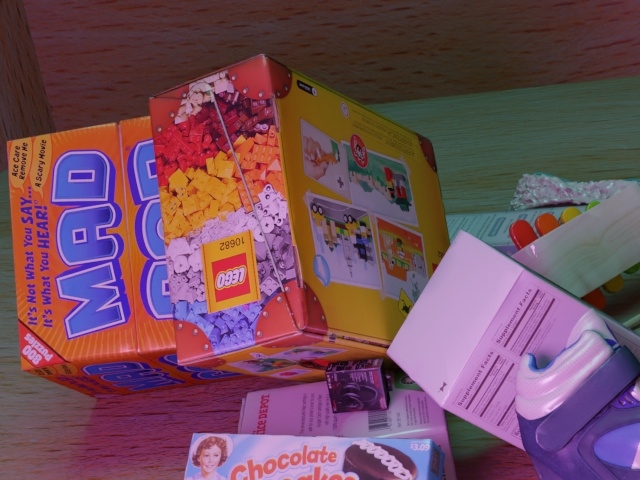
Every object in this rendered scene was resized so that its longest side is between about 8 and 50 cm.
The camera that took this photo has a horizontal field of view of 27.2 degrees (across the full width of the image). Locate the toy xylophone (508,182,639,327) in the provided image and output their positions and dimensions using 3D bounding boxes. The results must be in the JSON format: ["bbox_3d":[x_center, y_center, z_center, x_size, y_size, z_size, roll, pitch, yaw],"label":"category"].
[{"bbox_3d":[0.462,0.037,2.159,0.322,0.236,0.081,-18,-12,-26],"label":"toy xylophone"}]

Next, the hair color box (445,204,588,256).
[{"bbox_3d":[0.301,0.028,2.373,0.374,0.114,0.185,-4,20,22],"label":"hair color box"}]

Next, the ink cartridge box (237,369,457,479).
[{"bbox_3d":[0.036,0.276,1.782,0.278,0.117,0.201,-9,18,4],"label":"ink cartridge box"}]

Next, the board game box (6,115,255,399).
[{"bbox_3d":[-0.253,0.032,2.086,0.356,0.357,0.356,-9,-15,6],"label":"board game box"}]

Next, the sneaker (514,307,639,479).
[{"bbox_3d":[0.387,0.181,1.531,0.322,0.236,0.130,-16,-8,7],"label":"sneaker"}]

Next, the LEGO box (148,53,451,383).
[{"bbox_3d":[0.000,0.000,1.867,0.193,0.373,0.500,-16,-18,28],"label":"LEGO box"}]

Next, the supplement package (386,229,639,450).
[{"bbox_3d":[0.268,0.149,1.706,0.262,0.198,0.199,29,5,-22],"label":"supplement package"}]

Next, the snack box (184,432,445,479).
[{"bbox_3d":[-0.019,0.329,1.580,0.321,0.060,0.187,-3,63,24],"label":"snack box"}]

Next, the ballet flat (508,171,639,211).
[{"bbox_3d":[0.508,-0.037,2.473,0.147,0.147,0.409,-23,19,-31],"label":"ballet flat"}]

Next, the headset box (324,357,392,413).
[{"bbox_3d":[0.053,0.191,1.738,0.083,0.062,0.032,-5,20,14],"label":"headset box"}]

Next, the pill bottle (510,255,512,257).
[{"bbox_3d":[0.265,0.099,2.197,0.184,0.103,0.103,-19,20,-22],"label":"pill bottle"}]
